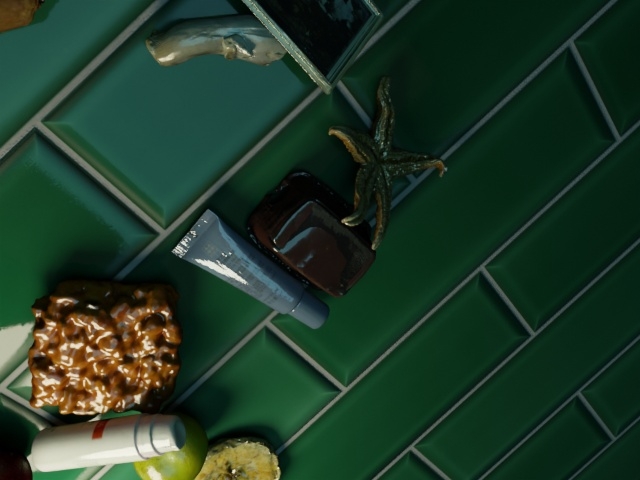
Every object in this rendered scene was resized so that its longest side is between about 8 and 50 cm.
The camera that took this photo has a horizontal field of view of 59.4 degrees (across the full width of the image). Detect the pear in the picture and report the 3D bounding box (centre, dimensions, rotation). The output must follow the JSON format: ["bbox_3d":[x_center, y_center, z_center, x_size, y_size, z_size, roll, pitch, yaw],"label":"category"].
[{"bbox_3d":[-0.371,0.483,1.330,0.180,0.166,0.216,-34,108,9],"label":"pear"}]

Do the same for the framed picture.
[{"bbox_3d":[-0.015,-0.468,1.085,0.296,0.019,0.232,42,72,-29],"label":"framed picture"}]

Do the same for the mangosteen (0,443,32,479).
[{"bbox_3d":[-0.737,0.522,1.207,0.216,0.216,0.216,-7,114,-16],"label":"mangosteen"}]

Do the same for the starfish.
[{"bbox_3d":[0.144,-0.174,1.253,0.327,0.094,0.375,-12,103,-34],"label":"starfish"}]

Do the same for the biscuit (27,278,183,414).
[{"bbox_3d":[-0.460,0.232,1.221,0.312,0.110,0.318,4,111,-20],"label":"biscuit"}]

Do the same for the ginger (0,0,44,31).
[{"bbox_3d":[-0.603,-0.396,0.859,0.223,0.200,0.269,-47,118,2],"label":"ginger"}]

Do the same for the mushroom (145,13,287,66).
[{"bbox_3d":[-0.189,-0.382,1.072,0.278,0.096,0.099,-9,84,-16],"label":"mushroom"}]

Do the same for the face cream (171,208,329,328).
[{"bbox_3d":[-0.141,0.082,1.284,0.385,0.086,0.135,36,109,-23],"label":"face cream"}]

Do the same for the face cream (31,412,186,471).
[{"bbox_3d":[-0.462,0.443,1.242,0.346,0.102,0.102,-12,117,11],"label":"face cream"}]

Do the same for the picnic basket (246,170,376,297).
[{"bbox_3d":[0.000,0.000,1.270,0.297,0.129,0.222,40,93,-29],"label":"picnic basket"}]

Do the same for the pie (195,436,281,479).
[{"bbox_3d":[-0.238,0.625,1.490,0.274,0.055,0.274,-7,114,-16],"label":"pie"}]
